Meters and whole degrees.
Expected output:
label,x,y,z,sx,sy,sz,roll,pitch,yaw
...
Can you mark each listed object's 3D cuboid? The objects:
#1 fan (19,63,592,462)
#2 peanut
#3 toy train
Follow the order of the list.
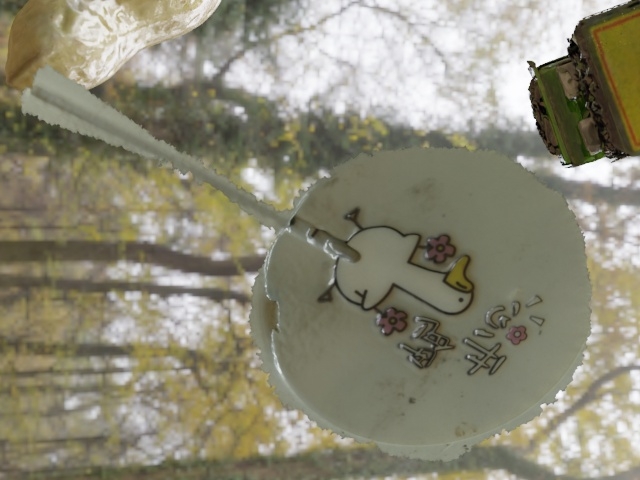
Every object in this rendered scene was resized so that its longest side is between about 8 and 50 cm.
label,x,y,z,sx,sy,sz,roll,pitch,yaw
fan,0.000,0.000,0.753,0.233,0.415,0.012,-53,-164,16
peanut,-0.181,-0.210,1.045,0.101,0.263,0.117,48,-32,5
toy train,0.123,-0.060,0.448,0.202,0.081,0.060,-19,90,-81
